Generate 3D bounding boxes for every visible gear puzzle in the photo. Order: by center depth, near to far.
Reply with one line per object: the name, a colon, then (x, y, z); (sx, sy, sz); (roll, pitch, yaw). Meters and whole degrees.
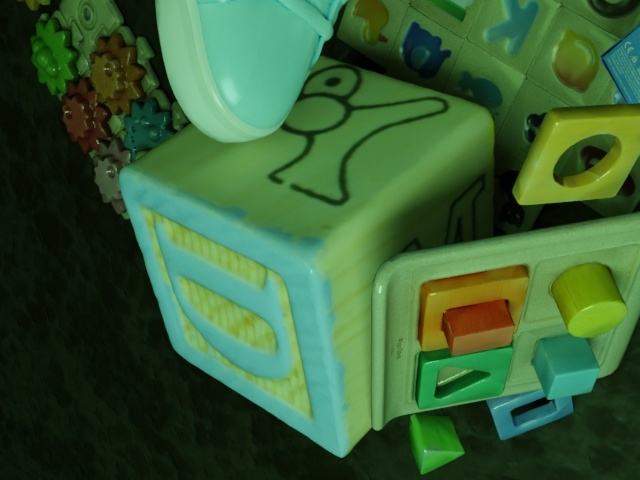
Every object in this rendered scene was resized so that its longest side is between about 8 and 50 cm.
gear puzzle: (-0.262, -0.197, 0.974); (0.175, 0.044, 0.339); (-37, 79, 43)

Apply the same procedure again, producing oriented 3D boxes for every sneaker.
sneaker: (0.006, -0.239, 0.573); (0.150, 0.135, 0.365); (8, 81, 46)

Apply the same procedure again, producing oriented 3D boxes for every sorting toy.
sorting toy: (0.128, 0.061, 0.567); (0.347, 0.196, 0.047); (86, 168, -50)

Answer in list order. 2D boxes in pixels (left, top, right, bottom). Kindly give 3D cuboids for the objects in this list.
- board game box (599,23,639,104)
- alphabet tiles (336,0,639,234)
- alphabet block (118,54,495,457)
board game box: (0.271, -0.096, 0.481); (0.210, 0.047, 0.160); (-43, 63, 50)
alphabet tiles: (0.149, -0.180, 0.639); (0.285, 0.011, 0.342); (39, 127, 25)
alphabet block: (0.000, 0.000, 0.672); (0.192, 0.197, 0.193); (27, 141, 33)
